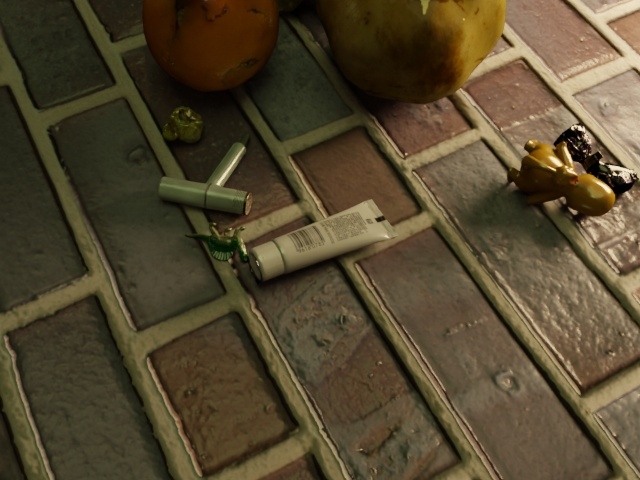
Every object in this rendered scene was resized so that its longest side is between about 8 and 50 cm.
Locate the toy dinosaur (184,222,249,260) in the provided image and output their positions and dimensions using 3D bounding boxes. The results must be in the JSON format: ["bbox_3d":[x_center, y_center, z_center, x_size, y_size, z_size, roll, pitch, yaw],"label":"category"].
[{"bbox_3d":[-0.167,0.003,1.241,0.120,0.029,0.060,6,73,4],"label":"toy dinosaur"}]

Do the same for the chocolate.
[{"bbox_3d":[0.477,-0.138,1.318,0.072,0.070,0.147,-45,65,6],"label":"chocolate"}]

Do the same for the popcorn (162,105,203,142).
[{"bbox_3d":[-0.246,-0.201,1.346,0.083,0.068,0.059,-20,14,13],"label":"popcorn"}]

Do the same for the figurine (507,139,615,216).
[{"bbox_3d":[0.405,-0.099,1.256,0.176,0.122,0.121,29,96,9],"label":"figurine"}]

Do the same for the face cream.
[{"bbox_3d":[0.000,0.000,1.231,0.244,0.058,0.092,-20,55,-19],"label":"face cream"}]

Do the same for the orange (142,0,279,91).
[{"bbox_3d":[-0.195,-0.388,1.351,0.246,0.246,0.246,0,58,-1],"label":"orange"}]

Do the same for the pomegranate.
[{"bbox_3d":[0.158,-0.409,1.340,0.333,0.332,0.332,0,58,-1],"label":"pomegranate"}]

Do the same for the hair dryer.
[{"bbox_3d":[-0.180,-0.130,1.318,0.155,0.044,0.183,11,54,4],"label":"hair dryer"}]

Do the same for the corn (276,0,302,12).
[{"bbox_3d":[-0.010,-0.605,1.559,0.131,0.131,0.344,27,62,15],"label":"corn"}]
